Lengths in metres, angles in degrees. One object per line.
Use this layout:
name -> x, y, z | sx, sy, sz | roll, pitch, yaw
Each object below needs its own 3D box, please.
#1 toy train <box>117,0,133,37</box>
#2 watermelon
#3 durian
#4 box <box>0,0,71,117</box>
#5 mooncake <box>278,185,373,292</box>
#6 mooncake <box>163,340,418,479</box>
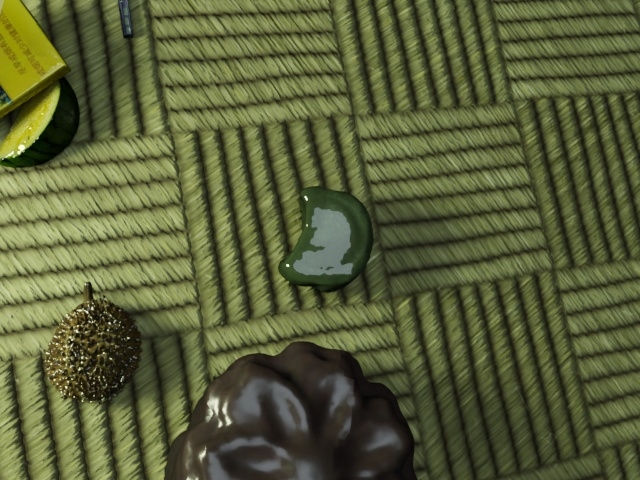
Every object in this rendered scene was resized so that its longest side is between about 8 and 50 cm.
toy train -> -0.330, -0.383, 1.456 | 0.017, 0.017, 0.083 | -7, 79, -20
watermelon -> -0.430, -0.188, 1.373 | 0.092, 0.075, 0.181 | 5, 68, 30
durian -> -0.339, 0.152, 1.292 | 0.148, 0.091, 0.189 | -4, 77, -18
box -> -0.542, -0.247, 1.314 | 0.279, 0.041, 0.153 | -36, 90, -7
mooncake -> 0.000, 0.000, 1.426 | 0.175, 0.104, 0.168 | -42, 95, -19
mooncake -> -0.039, 0.338, 1.291 | 0.381, 0.212, 0.351 | -10, 75, -21
